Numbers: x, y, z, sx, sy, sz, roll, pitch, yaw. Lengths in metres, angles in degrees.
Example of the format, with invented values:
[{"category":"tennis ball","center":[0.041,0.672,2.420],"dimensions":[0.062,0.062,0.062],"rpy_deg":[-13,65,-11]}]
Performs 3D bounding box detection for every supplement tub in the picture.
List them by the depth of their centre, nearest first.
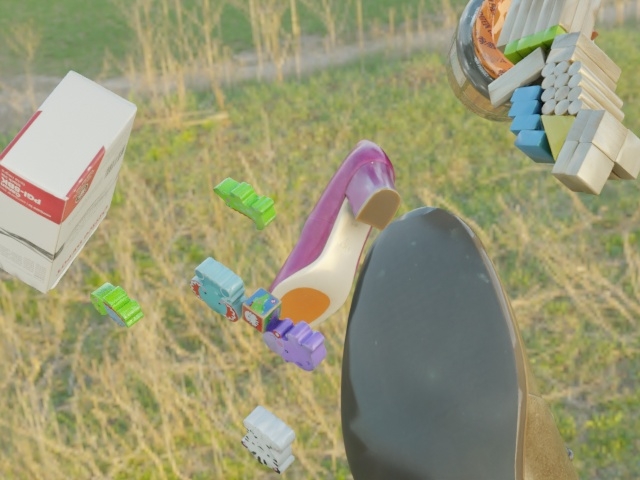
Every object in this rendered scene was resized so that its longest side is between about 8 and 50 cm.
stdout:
[{"category":"supplement tub","center":[0.310,-0.301,1.608],"dimensions":[0.207,0.207,0.338],"rpy_deg":[-3,1,3]}]

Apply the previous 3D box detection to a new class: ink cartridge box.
[{"category":"ink cartridge box","center":[-0.189,-0.039,0.737],"dimensions":[0.056,0.135,0.099],"rpy_deg":[29,53,-2]}]

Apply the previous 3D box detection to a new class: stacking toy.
[{"category":"stacking toy","center":[-0.051,0.060,0.813],"dimensions":[0.221,0.052,0.167],"rpy_deg":[36,57,21]}]

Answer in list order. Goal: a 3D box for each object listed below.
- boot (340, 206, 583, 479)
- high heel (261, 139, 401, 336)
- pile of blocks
[{"category":"boot","center":[0.095,0.131,0.554],"dimensions":[0.112,0.305,0.115],"rpy_deg":[-25,-21,37]},{"category":"high heel","center":[0.000,0.000,1.143],"dimensions":[0.082,0.244,0.117],"rpy_deg":[21,28,-24]},{"category":"pile of blocks","center":[0.299,-0.166,1.231],"dimensions":[0.149,0.113,0.362],"rpy_deg":[-34,37,34]}]
